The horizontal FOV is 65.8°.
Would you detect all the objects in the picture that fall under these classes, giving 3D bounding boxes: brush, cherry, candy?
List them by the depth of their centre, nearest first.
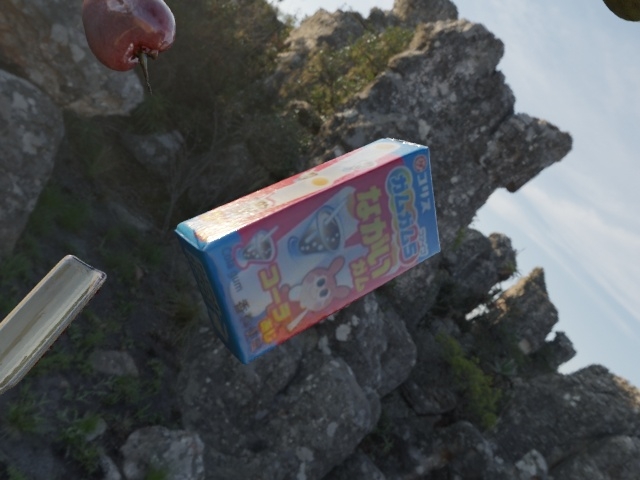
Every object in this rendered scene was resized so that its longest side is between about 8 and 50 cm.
[{"bbox_3d":[-0.350,0.148,0.522,0.060,0.050,0.321,29,50,-1],"label":"brush"},{"bbox_3d":[-0.240,-0.262,0.600,0.126,0.106,0.087,37,-7,8],"label":"cherry"},{"bbox_3d":[0.001,0.000,0.604,0.100,0.306,0.157,27,-43,53],"label":"candy"}]

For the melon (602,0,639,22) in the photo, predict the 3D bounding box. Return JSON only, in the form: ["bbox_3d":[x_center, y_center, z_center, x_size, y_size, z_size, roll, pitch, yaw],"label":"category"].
[{"bbox_3d":[0.345,-0.301,0.524,0.098,0.098,0.130,-118,-176,-62],"label":"melon"}]
